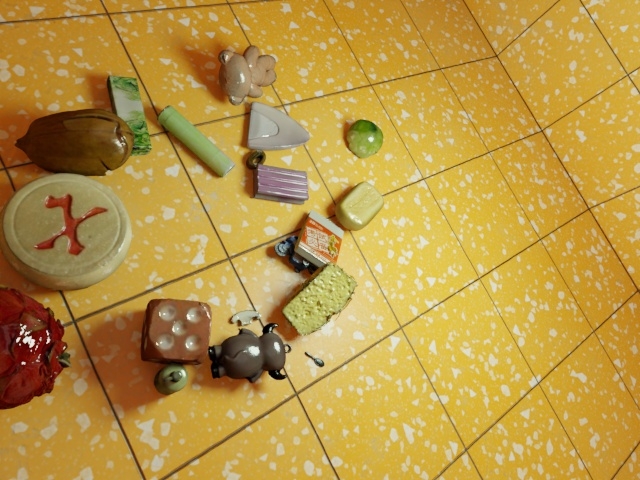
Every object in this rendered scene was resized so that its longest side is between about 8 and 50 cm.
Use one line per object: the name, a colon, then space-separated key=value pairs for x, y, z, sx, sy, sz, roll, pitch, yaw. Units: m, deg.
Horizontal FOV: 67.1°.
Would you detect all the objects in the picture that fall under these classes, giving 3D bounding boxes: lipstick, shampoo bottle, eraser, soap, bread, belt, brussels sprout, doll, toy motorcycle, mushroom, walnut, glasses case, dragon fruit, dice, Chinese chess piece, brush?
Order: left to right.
dragon fruit: x=-0.772 y=0.250 z=1.155 sx=0.342 sy=0.277 sz=0.278 roll=36 pitch=57 yaw=-31
Chinese chess piece: x=-0.716 y=-0.024 z=1.372 sx=0.337 sy=0.140 sz=0.338 roll=10 pitch=66 yaw=-24
walnut: x=-0.732 y=-0.289 z=1.442 sx=0.336 sy=0.209 sz=0.209 roll=-3 pitch=70 yaw=-6
glasses case: x=-0.642 y=-0.417 z=1.615 sx=0.095 sy=0.062 sz=0.272 roll=-6 pitch=74 yaw=-35
shampoo bottle: x=-0.414 y=0.386 z=1.348 sx=0.079 sy=0.162 sz=0.079 roll=10 pitch=66 yaw=-24
dice: x=-0.417 y=0.267 z=1.393 sx=0.174 sy=0.174 sz=0.179 roll=7 pitch=71 yaw=-26
lipstick: x=-0.434 y=-0.345 z=1.687 sx=0.304 sy=0.076 sz=0.076 roll=42 pitch=57 yaw=-8
doll: x=-0.290 y=-0.641 z=1.857 sx=0.303 sy=0.156 sz=0.201 roll=-40 pitch=132 yaw=-52
mushroom: x=-0.244 y=0.252 z=1.576 sx=0.101 sy=0.019 sz=0.049 roll=-2 pitch=71 yaw=-26
doll: x=-0.212 y=0.356 z=1.492 sx=0.257 sy=0.117 sz=0.182 roll=-5 pitch=74 yaw=-28
belt: x=-0.236 y=-0.298 z=1.791 sx=0.059 sy=0.036 sz=0.083 roll=44 pitch=59 yaw=-6
eraser: x=-0.161 y=-0.415 z=1.862 sx=0.243 sy=0.059 sz=0.204 roll=12 pitch=65 yaw=-19
soap: x=-0.146 y=-0.205 z=1.782 sx=0.203 sy=0.065 sz=0.122 roll=7 pitch=67 yaw=-25
toy motorcycle: x=-0.067 y=0.049 z=1.722 sx=0.205 sy=0.076 sz=0.114 roll=31 pitch=52 yaw=-14
brush: x=-0.019 y=0.401 z=1.637 sx=0.083 sy=0.008 sz=0.024 roll=38 pitch=61 yaw=-9
bread: x=-0.005 y=0.192 z=1.640 sx=0.160 sy=0.147 sz=0.261 roll=42 pitch=91 yaw=-10
eraser: x=0.000 y=0.000 z=1.743 sx=0.157 sy=0.038 sz=0.230 roll=34 pitch=36 yaw=-13
bread: x=0.147 y=-0.129 z=1.883 sx=0.147 sy=0.098 sz=0.217 roll=50 pitch=55 yaw=0
brussels sprout: x=0.193 y=-0.430 z=2.014 sx=0.151 sy=0.122 sz=0.149 roll=0 pitch=68 yaw=-28
